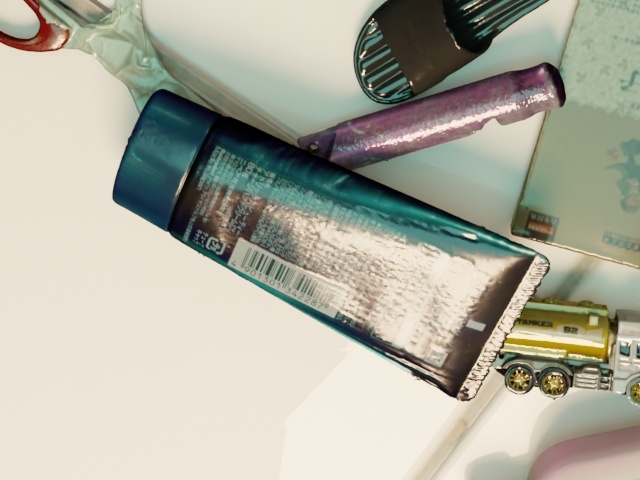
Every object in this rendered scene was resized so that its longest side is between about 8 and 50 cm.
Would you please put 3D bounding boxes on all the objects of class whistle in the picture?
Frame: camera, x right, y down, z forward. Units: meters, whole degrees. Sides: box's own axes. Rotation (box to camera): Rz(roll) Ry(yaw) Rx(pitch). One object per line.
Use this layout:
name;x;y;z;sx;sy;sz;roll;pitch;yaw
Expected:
whistle;0.068;-0.075;0.889;0.176;0.033;0.033;-15;102;17

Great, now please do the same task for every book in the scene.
book;0.212;-0.079;0.883;0.138;0.016;0.199;15;107;4

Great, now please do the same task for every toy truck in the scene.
toy truck;0.166;0.069;0.911;0.123;0.052;0.063;5;99;8

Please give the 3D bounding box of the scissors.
scissors;-0.117;-0.110;0.922;0.144;0.017;0.248;-33;100;15

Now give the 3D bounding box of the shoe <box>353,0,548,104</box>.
shoe;0.087;-0.140;0.867;0.159;0.053;0.062;-32;102;12

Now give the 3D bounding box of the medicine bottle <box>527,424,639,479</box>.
medicine bottle;0.203;0.184;0.923;0.219;0.078;0.115;-13;105;11

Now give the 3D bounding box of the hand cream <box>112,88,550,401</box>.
hand cream;0.000;0.000;0.889;0.270;0.061;0.120;28;116;4
